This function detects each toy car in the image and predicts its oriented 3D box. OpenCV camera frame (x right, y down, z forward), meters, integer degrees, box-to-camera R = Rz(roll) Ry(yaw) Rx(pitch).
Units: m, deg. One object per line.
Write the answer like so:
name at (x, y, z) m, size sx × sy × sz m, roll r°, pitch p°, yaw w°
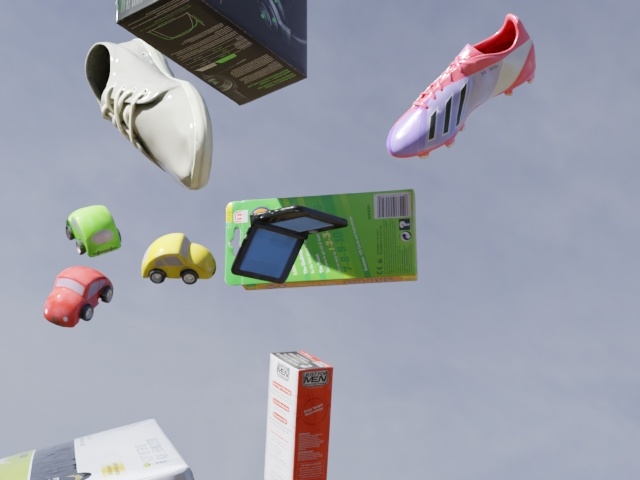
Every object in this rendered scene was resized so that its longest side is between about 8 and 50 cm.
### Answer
toy car at (-0.283, 0.008, 1.667) m, size 0.225 × 0.239 × 0.053 m, roll 44°, pitch -37°, yaw 45°

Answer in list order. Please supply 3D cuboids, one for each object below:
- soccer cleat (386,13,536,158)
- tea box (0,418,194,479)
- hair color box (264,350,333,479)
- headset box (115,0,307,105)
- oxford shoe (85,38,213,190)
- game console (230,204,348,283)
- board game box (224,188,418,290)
soccer cleat at (0.176, -0.196, 1.616) m, size 0.083 × 0.248 × 0.095 m, roll 34°, pitch -27°, yaw 50°
tea box at (-0.246, 0.292, 0.961) m, size 0.323 × 0.220 × 0.329 m, roll -12°, pitch 0°, yaw -11°
hair color box at (-0.023, 0.192, 1.303) m, size 0.043 × 0.141 × 0.072 m, roll -2°, pitch 11°, yaw -27°
headset box at (-0.138, -0.362, 1.772) m, size 0.131 × 0.246 × 0.283 m, roll -19°, pitch -31°, yaw 32°
oxford shoe at (-0.286, -0.210, 2.068) m, size 0.130 × 0.169 × 0.449 m, roll -2°, pitch 31°, yaw -28°
game console at (-0.036, 0.006, 1.544) m, size 0.107 × 0.071 × 0.122 m, roll -11°, pitch -13°, yaw 30°
board game box at (0.000, 0.000, 1.695) m, size 0.259 × 0.124 × 0.039 m, roll -3°, pitch -20°, yaw 7°
